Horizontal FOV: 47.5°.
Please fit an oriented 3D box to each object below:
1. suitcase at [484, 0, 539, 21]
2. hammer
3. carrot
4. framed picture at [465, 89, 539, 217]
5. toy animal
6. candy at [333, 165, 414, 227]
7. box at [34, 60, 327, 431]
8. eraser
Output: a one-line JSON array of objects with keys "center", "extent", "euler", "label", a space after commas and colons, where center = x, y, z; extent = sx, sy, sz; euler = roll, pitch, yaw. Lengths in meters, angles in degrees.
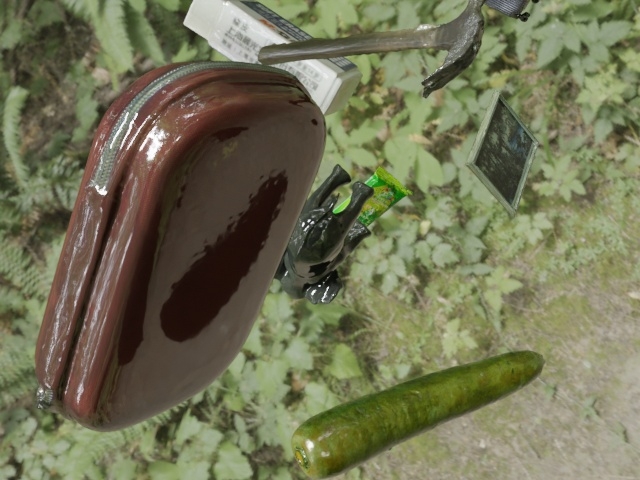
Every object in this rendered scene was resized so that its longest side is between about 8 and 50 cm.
[{"center": [0.248, -0.364, 0.997], "extent": [0.059, 0.126, 0.086], "euler": [-58, -6, -23], "label": "suitcase"}, {"center": [0.043, -0.216, 0.807], "extent": [0.297, 0.027, 0.125], "euler": [9, 73, 39], "label": "hammer"}, {"center": [0.132, 0.196, 0.883], "extent": [0.074, 0.359, 0.074], "euler": [46, 144, 48], "label": "carrot"}, {"center": [0.318, -0.151, 1.247], "extent": [0.011, 0.142, 0.183], "euler": [-15, 41, 49], "label": "framed picture"}, {"center": [-0.005, -0.002, 1.013], "extent": [0.115, 0.245, 0.146], "euler": [26, 68, 19], "label": "toy animal"}, {"center": [0.102, -0.080, 1.566], "extent": [0.178, 0.102, 0.032], "euler": [-39, 37, 31], "label": "candy"}, {"center": [-0.138, 0.011, 0.723], "extent": [0.108, 0.263, 0.403], "euler": [38, 118, 25], "label": "box"}, {"center": [-0.075, -0.313, 1.193], "extent": [0.081, 0.279, 0.124], "euler": [-59, -7, 26], "label": "eraser"}]
